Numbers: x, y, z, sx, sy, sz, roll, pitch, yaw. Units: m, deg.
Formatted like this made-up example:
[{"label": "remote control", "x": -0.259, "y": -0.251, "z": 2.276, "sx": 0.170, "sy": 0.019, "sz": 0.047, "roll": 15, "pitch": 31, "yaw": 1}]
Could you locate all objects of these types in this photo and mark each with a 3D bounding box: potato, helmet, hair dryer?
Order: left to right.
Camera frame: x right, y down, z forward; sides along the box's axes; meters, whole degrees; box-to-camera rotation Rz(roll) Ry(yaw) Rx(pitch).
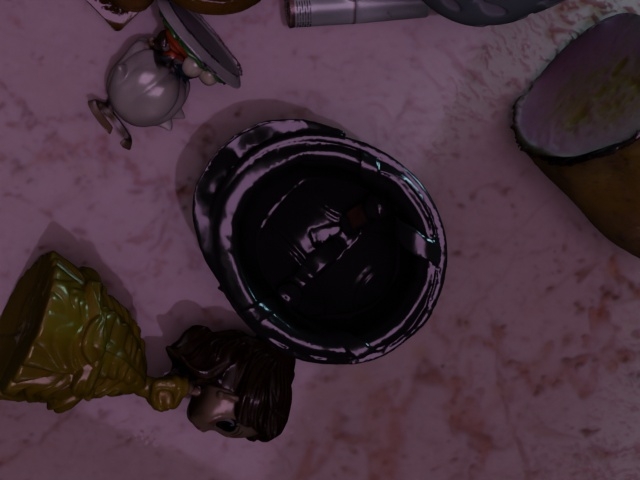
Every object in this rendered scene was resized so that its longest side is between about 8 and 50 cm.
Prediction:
[{"label": "helmet", "x": 0.000, "y": 0.000, "z": 1.837, "sx": 0.279, "sy": 0.160, "sz": 0.230, "roll": 38, "pitch": 92, "yaw": 1}, {"label": "hair dryer", "x": 0.044, "y": -0.301, "z": 1.805, "sx": 0.154, "sy": 0.044, "sz": 0.183, "roll": -6, "pitch": 139, "yaw": -11}, {"label": "potato", "x": 0.376, "y": -0.085, "z": 1.877, "sx": 0.229, "sy": 0.229, "sz": 0.266, "roll": -46, "pitch": 119, "yaw": 1}]

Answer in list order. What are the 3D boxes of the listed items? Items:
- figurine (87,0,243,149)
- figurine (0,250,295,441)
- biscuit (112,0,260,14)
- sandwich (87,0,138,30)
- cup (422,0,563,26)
[{"label": "figurine", "x": -0.174, "y": -0.164, "z": 1.806, "sx": 0.153, "sy": 0.132, "sz": 0.132, "roll": -41, "pitch": 104, "yaw": 11}, {"label": "figurine", "x": -0.176, "y": 0.142, "z": 1.838, "sx": 0.315, "sy": 0.168, "sz": 0.187, "roll": 22, "pitch": 139, "yaw": -21}, {"label": "biscuit", "x": -0.159, "y": -0.302, "z": 1.772, "sx": 0.236, "sy": 0.039, "sz": 0.180, "roll": 15, "pitch": 58, "yaw": -3}, {"label": "sandwich", "x": -0.214, "y": -0.243, "z": 1.823, "sx": 0.083, "sy": 0.031, "sz": 0.044, "roll": 2, "pitch": 98, "yaw": -10}, {"label": "cup", "x": 0.241, "y": -0.359, "z": 1.761, "sx": 0.356, "sy": 0.274, "sz": 0.259, "roll": 10, "pitch": 64, "yaw": -49}]
